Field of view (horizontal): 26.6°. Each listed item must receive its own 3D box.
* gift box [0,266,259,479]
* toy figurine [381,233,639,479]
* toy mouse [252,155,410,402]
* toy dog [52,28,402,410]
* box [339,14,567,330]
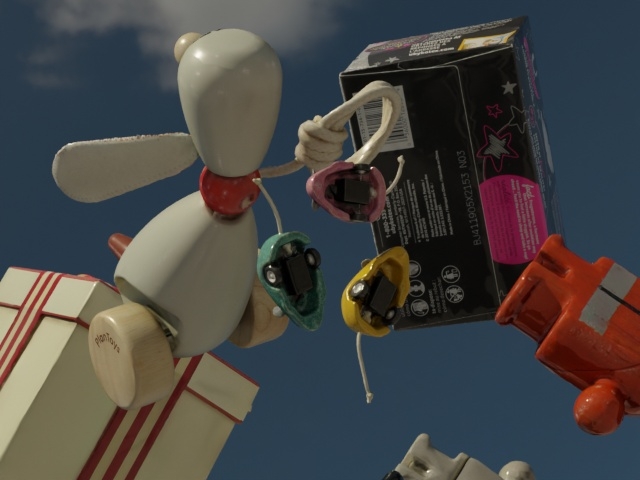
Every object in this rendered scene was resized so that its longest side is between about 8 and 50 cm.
[{"bbox_3d":[-0.233,0.177,1.427,0.276,0.255,0.258,38,-108,-36],"label":"gift box"},{"bbox_3d":[0.126,0.113,0.676,0.210,0.148,0.213,-56,-9,2],"label":"toy figurine"},{"bbox_3d":[0.000,0.000,0.852,0.143,0.161,0.031,33,-22,-33],"label":"toy mouse"},{"bbox_3d":[-0.106,-0.033,1.047,0.220,0.161,0.334,-4,-50,-49],"label":"toy dog"},{"bbox_3d":[0.127,-0.062,1.240,0.163,0.142,0.247,-8,-73,17],"label":"box"}]
